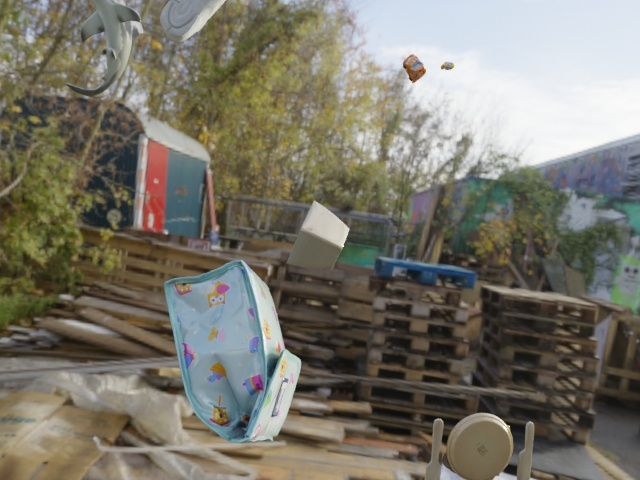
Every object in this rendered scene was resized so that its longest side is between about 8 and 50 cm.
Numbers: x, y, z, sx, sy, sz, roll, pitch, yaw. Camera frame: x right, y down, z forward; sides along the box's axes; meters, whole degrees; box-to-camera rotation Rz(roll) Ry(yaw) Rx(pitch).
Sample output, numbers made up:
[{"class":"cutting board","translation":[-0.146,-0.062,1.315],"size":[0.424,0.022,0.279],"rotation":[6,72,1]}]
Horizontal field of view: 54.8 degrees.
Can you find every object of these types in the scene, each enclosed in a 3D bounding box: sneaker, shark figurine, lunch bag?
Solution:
[{"class":"sneaker","translation":[-0.242,-0.512,1.291],"size":[0.090,0.235,0.095],"rotation":[45,-3,-2]},{"class":"shark figurine","translation":[-0.413,-0.402,1.266],"size":[0.166,0.278,0.116],"rotation":[21,29,14]},{"class":"lunch bag","translation":[-0.124,0.185,0.965],"size":[0.160,0.262,0.223],"rotation":[-19,-16,0]}]

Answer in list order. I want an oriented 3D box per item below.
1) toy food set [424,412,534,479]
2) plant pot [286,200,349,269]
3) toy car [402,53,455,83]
[{"class":"toy food set","translation":[0.278,0.367,1.092],"size":[0.192,0.132,0.038],"rotation":[6,3,-9]},{"class":"plant pot","translation":[0.000,0.000,1.328],"size":[0.096,0.109,0.109],"rotation":[23,41,-1]},{"class":"toy car","translation":[0.233,-0.373,1.301],"size":[0.122,0.060,0.040],"rotation":[-27,31,-20]}]
